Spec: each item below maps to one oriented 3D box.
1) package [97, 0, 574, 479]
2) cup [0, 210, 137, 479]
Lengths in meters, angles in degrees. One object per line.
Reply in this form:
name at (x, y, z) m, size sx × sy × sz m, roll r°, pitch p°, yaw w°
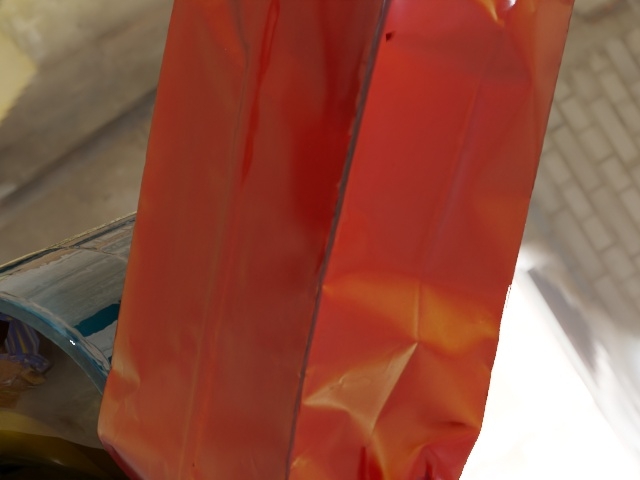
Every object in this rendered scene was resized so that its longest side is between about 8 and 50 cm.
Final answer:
package at (0.001, -0.001, 0.837) m, size 0.123 × 0.423 × 0.196 m, roll 6°, pitch 10°, yaw -34°
cup at (-0.135, 0.135, 1.207) m, size 0.308 × 0.242 × 0.292 m, roll 51°, pitch 29°, yaw 3°
